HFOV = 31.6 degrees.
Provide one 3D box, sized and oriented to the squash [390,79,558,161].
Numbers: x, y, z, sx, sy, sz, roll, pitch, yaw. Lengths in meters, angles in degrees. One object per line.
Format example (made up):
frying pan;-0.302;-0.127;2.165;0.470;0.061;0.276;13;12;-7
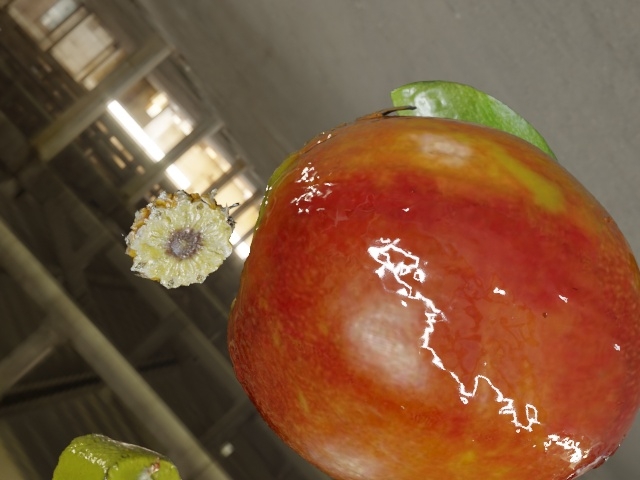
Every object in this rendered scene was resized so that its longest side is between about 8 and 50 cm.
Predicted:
squash;0.210;-0.052;1.218;0.203;0.111;0.288;-12;-104;-64

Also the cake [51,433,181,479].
cake;-0.319;0.434;1.703;0.156;0.260;0.179;9;169;44

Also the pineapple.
pineapple;-0.234;-0.004;1.950;0.221;0.221;0.047;50;-171;-43

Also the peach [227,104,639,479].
peach;0.105;0.067;0.966;0.372;0.373;0.290;48;-176;-4
